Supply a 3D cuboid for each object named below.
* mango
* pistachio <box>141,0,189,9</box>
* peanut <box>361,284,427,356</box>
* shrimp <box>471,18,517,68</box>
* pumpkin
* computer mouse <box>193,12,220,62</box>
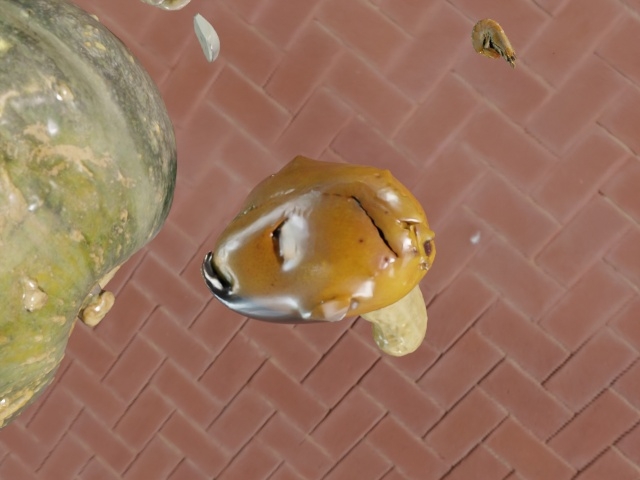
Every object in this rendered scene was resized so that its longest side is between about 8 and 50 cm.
[{"bbox_3d":[0.000,0.000,0.897,0.287,0.153,0.201,4,96,35],"label":"mango"},{"bbox_3d":[-0.311,-0.612,1.573,0.226,0.208,0.331,-7,66,29],"label":"pistachio"},{"bbox_3d":[0.132,0.114,1.545,0.148,0.147,0.318,-3,131,18],"label":"peanut"},{"bbox_3d":[0.309,-0.347,1.370,0.059,0.023,0.108,-28,81,11],"label":"shrimp"},{"bbox_3d":[-0.258,-0.015,0.515,0.257,0.327,0.291,34,139,-10],"label":"pumpkin"},{"bbox_3d":[-0.218,-0.397,1.480,0.032,0.056,0.110,-18,66,-17],"label":"computer mouse"}]
